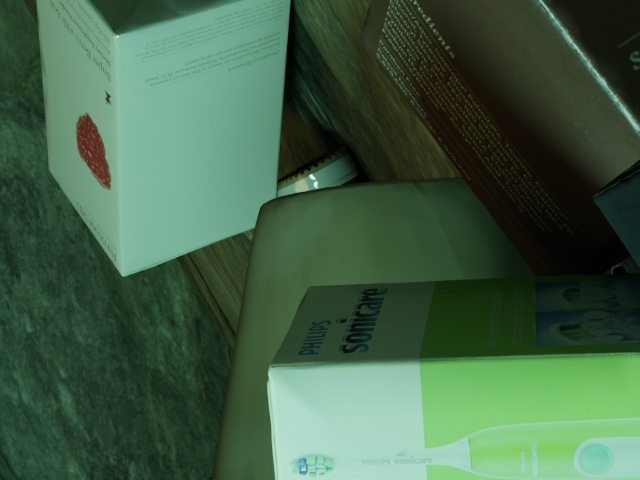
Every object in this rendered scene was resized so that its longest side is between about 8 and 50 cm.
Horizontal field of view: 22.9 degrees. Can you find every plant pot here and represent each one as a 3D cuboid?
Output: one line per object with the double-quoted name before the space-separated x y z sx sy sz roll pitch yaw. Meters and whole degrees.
"plant pot" 0.061 0.105 1.134 0.323 0.323 0.280 155 111 -78

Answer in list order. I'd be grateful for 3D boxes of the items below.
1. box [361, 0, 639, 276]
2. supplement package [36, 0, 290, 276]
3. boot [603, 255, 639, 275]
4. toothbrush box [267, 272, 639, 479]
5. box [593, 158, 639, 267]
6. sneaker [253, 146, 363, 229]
"box" 0.137 -0.104 0.681 0.167 0.168 0.203 55 168 10
"supplement package" -0.150 -0.145 1.477 0.177 0.175 0.293 50 150 36
"boot" 0.178 -0.030 0.856 0.219 0.106 0.082 51 167 21
"toothbrush box" 0.132 0.125 0.651 0.122 0.283 0.206 -66 -28 -75
"box" 0.220 -0.016 0.497 0.153 0.207 0.108 55 167 2
"sneaker" 0.000 0.000 1.636 0.153 0.099 0.282 59 165 -4
